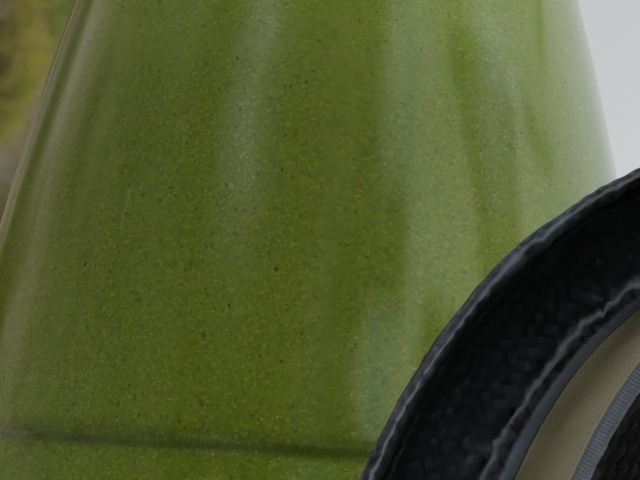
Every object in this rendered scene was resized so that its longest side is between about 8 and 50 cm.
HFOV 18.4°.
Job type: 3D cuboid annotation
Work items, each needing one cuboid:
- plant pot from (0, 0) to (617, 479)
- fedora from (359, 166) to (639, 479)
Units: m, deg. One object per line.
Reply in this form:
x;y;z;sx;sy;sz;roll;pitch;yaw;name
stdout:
0.000;0.000;0.966;0.366;0.366;0.353;147;-53;-79;plant pot
0.160;0.131;0.476;0.152;0.334;0.334;162;-53;-72;fedora
